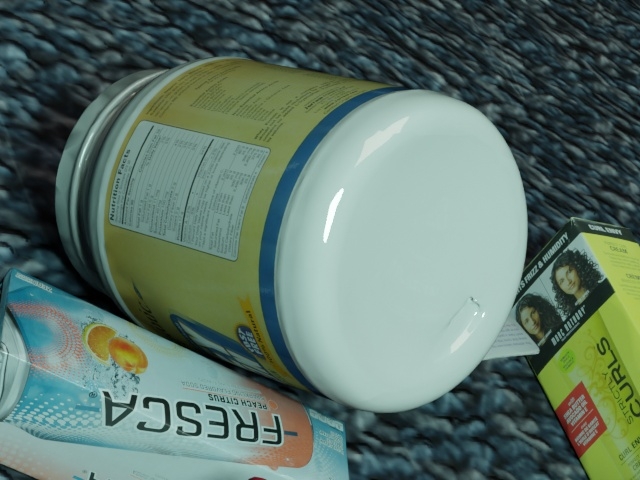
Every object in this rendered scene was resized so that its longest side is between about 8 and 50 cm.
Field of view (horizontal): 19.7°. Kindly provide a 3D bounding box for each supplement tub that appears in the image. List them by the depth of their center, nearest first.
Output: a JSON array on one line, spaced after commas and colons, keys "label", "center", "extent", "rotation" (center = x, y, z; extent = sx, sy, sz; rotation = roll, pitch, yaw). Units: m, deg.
[{"label": "supplement tub", "center": [-0.018, -0.009, 0.867], "extent": [0.144, 0.144, 0.199], "rotation": [7, 6, -44]}]

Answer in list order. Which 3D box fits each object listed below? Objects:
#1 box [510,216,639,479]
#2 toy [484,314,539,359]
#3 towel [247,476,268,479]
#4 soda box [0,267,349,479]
[{"label": "box", "center": [0.191, 0.100, 1.090], "extent": [0.058, 0.087, 0.232], "rotation": [9, 43, -38]}, {"label": "toy", "center": [0.000, 0.000, 1.038], "extent": [0.137, 0.056, 0.237], "rotation": [-3, 46, -45]}, {"label": "towel", "center": [-0.013, 0.235, 0.685], "extent": [0.199, 0.031, 0.275], "rotation": [55, 28, -13]}, {"label": "soda box", "center": [-0.076, 0.085, 0.832], "extent": [0.183, 0.063, 0.058], "rotation": [26, 32, -23]}]
